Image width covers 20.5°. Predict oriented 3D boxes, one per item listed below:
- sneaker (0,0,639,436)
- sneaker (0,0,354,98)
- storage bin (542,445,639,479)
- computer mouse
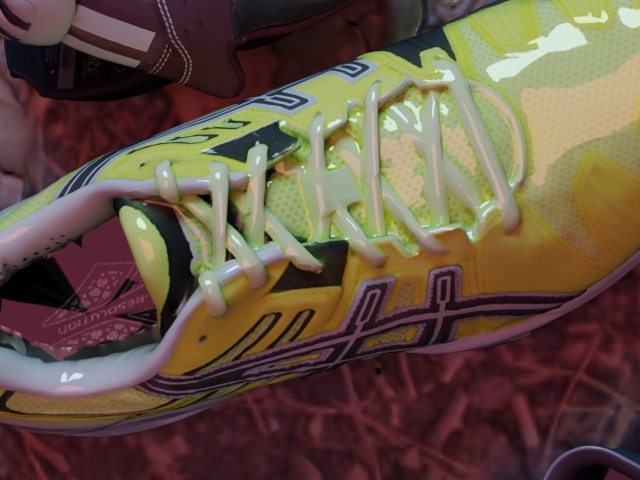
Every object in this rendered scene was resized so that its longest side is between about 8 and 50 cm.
[{"bbox_3d":[0.000,0.000,0.749,0.385,0.147,0.145,-26,84,16],"label":"sneaker"},{"bbox_3d":[-0.031,-0.188,0.780,0.162,0.106,0.281,24,77,-18],"label":"sneaker"},{"bbox_3d":[0.155,0.134,0.739,0.135,0.091,0.098,27,101,13],"label":"storage bin"},{"bbox_3d":[-0.158,-0.103,0.852,0.242,0.041,0.071,5,86,24],"label":"computer mouse"}]
